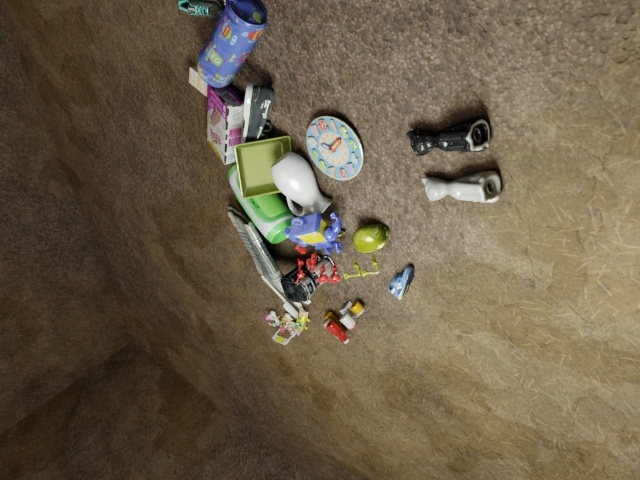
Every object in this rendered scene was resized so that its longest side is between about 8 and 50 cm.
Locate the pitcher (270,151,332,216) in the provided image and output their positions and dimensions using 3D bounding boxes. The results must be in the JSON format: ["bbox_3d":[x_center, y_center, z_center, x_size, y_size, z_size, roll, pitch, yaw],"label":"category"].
[{"bbox_3d":[-0.083,-0.173,1.552,0.177,0.125,0.207,-19,115,47],"label":"pitcher"}]

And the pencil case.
[{"bbox_3d":[-0.271,-0.591,1.415,0.133,0.119,0.306,40,143,-12],"label":"pencil case"}]

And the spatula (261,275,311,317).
[{"bbox_3d":[-0.155,0.209,1.995,0.242,0.019,0.168,45,142,8],"label":"spatula"}]

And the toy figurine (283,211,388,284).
[{"bbox_3d":[0.000,0.000,1.477,0.362,0.191,0.217,-9,144,40],"label":"toy figurine"}]

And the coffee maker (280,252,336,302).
[{"bbox_3d":[-0.054,0.140,1.716,0.171,0.178,0.120,-28,97,51],"label":"coffee maker"}]

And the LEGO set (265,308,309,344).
[{"bbox_3d":[-0.133,0.370,2.007,0.132,0.107,0.287,52,148,-18],"label":"LEGO set"}]

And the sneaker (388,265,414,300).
[{"bbox_3d":[0.253,0.129,1.504,0.059,0.053,0.144,36,138,22],"label":"sneaker"}]

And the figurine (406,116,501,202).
[{"bbox_3d":[0.321,-0.186,1.181,0.209,0.092,0.215,7,125,51],"label":"figurine"}]

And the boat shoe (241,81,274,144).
[{"bbox_3d":[-0.203,-0.370,1.534,0.091,0.115,0.303,8,151,-7],"label":"boat shoe"}]

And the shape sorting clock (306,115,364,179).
[{"bbox_3d":[0.039,-0.272,1.418,0.206,0.040,0.206,26,134,30],"label":"shape sorting clock"}]

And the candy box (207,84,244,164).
[{"bbox_3d":[-0.326,-0.400,1.623,0.159,0.071,0.234,51,146,32],"label":"candy box"}]

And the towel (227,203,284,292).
[{"bbox_3d":[-0.250,0.027,1.801,0.312,0.056,0.324,63,167,-25],"label":"towel"}]

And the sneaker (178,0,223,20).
[{"bbox_3d":[-0.368,-0.708,1.458,0.166,0.076,0.065,28,136,27],"label":"sneaker"}]

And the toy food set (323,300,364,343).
[{"bbox_3d":[0.096,0.308,1.757,0.104,0.111,0.232,44,142,-10],"label":"toy food set"}]

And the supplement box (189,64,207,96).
[{"bbox_3d":[-0.410,-0.553,1.649,0.098,0.036,0.062,40,140,14],"label":"supplement box"}]

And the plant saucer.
[{"bbox_3d":[-0.184,-0.246,1.568,0.045,0.188,0.188,-128,29,-56],"label":"plant saucer"}]

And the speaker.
[{"bbox_3d":[-0.204,-0.138,1.659,0.297,0.131,0.131,55,143,15],"label":"speaker"}]
